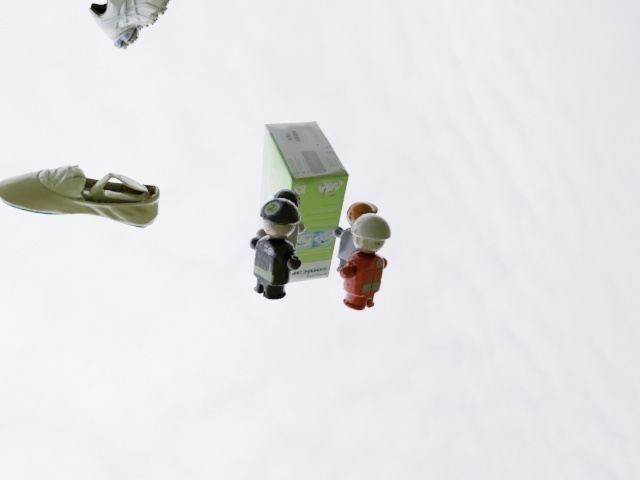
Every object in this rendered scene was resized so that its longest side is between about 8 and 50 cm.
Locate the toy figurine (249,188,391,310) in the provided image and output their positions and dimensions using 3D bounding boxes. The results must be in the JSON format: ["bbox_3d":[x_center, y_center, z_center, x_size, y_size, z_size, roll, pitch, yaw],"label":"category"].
[{"bbox_3d":[0.000,0.000,0.842,0.213,0.209,0.148,8,-73,-1],"label":"toy figurine"}]

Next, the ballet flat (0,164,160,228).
[{"bbox_3d":[-0.369,-0.081,0.853,0.248,0.086,0.086,9,-100,-45],"label":"ballet flat"}]

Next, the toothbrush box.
[{"bbox_3d":[-0.047,-0.080,1.146,0.122,0.206,0.283,-8,-45,-18],"label":"toothbrush box"}]

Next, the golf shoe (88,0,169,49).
[{"bbox_3d":[-0.288,-0.370,0.822,0.086,0.176,0.069,41,-142,-35],"label":"golf shoe"}]
